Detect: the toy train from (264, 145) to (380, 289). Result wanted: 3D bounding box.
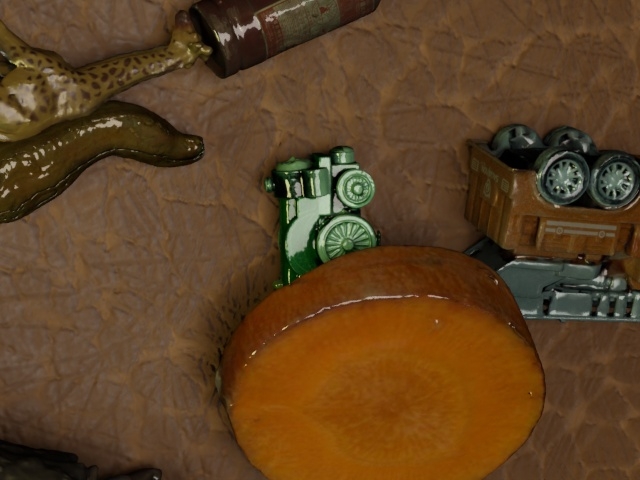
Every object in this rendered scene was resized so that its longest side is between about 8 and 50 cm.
[{"bbox_3d":[0.000,0.000,1.601,0.104,0.071,0.178,-3,99,-9],"label":"toy train"}]

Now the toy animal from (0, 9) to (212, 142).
[{"bbox_3d":[-0.233,-0.151,1.483,0.275,0.054,0.149,7,69,-11],"label":"toy animal"}]

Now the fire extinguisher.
[{"bbox_3d":[0.013,-0.219,1.563,0.252,0.075,0.106,-25,59,-16],"label":"fire extinguisher"}]

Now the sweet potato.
[{"bbox_3d":[-0.219,-0.078,1.518,0.233,0.062,0.081,-19,112,-21],"label":"sweet potato"}]

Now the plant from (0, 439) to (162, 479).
[{"bbox_3d":[-0.240,0.282,1.491,0.320,0.181,0.194,19,89,-17],"label":"plant"}]

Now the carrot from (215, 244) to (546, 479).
[{"bbox_3d":[0.056,0.131,1.577,0.307,0.100,0.258,-2,119,-18],"label":"carrot"}]

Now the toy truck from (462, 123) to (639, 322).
[{"bbox_3d":[0.309,-0.005,1.681,0.338,0.133,0.184,5,105,-17],"label":"toy truck"}]
